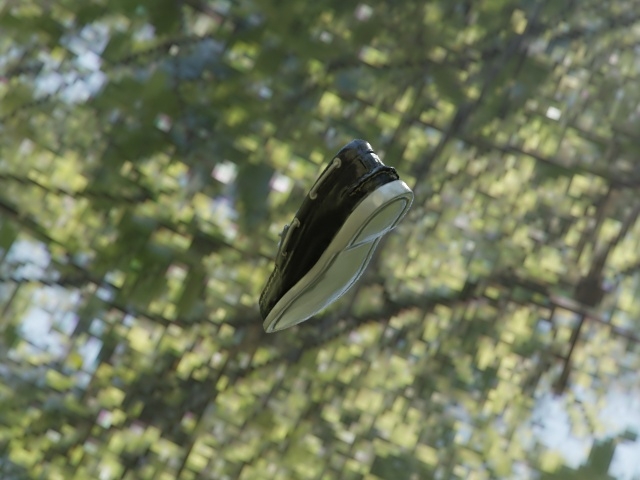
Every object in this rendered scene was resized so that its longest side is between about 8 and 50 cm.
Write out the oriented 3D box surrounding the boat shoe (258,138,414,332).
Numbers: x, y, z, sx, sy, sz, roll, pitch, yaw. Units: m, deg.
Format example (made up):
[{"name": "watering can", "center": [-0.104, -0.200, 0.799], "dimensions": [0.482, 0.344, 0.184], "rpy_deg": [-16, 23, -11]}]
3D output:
[{"name": "boat shoe", "center": [0.000, 0.000, 0.906], "dimensions": [0.038, 0.046, 0.125], "rpy_deg": [56, -38, 17]}]
